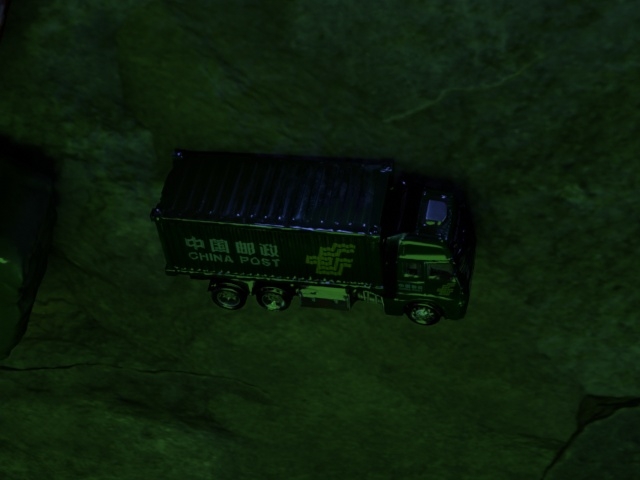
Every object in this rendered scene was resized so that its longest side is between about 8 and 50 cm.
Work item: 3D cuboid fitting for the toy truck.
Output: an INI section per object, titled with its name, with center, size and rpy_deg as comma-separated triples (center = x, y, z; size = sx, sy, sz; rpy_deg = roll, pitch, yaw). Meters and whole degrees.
[toy truck]
center = 0.000, 0.000, 1.087
size = 0.259, 0.088, 0.121
rpy_deg = 5, 139, 10

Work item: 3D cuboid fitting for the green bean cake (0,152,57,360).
[green bean cake]
center = -0.355, 0.004, 1.147
size = 0.222, 0.125, 0.227
rpy_deg = 18, 141, -11

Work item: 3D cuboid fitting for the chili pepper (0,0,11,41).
[chili pepper]
center = -0.360, -0.115, 0.913
size = 0.251, 0.305, 0.229
rpy_deg = 2, 148, 30
